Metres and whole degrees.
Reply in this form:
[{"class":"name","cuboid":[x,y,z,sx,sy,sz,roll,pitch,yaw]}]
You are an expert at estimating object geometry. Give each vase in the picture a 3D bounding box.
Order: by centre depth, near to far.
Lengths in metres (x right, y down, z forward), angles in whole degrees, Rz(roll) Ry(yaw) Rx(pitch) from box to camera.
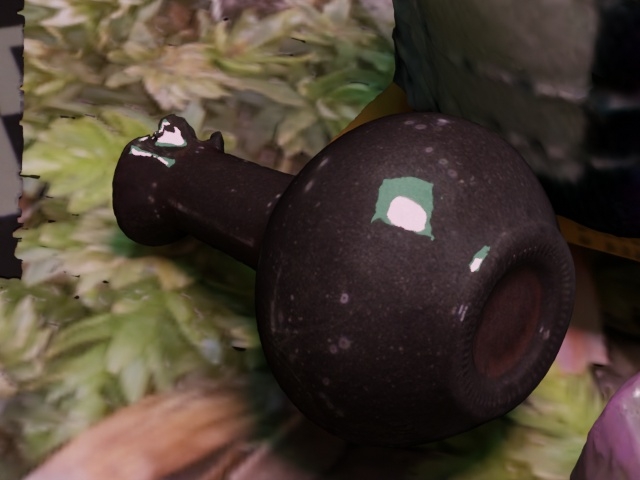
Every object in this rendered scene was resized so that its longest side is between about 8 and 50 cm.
[{"class":"vase","cuboid":[0.000,0.000,0.612,0.183,0.120,0.120,24,43,38]}]

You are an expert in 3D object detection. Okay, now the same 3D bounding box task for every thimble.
[{"class":"thimble","cuboid":[0.134,-0.114,0.640,0.237,0.150,0.237,-8,34,6]}]

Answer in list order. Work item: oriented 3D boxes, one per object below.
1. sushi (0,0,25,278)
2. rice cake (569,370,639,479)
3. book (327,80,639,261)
[{"class":"sushi","cuboid":[-0.294,-0.120,0.720,0.339,0.068,0.320,1,42,-8]},{"class":"rice cake","cuboid":[0.136,0.182,0.459,0.056,0.072,0.365,0,45,-12]},{"class":"book","cuboid":[0.231,-0.053,0.690,0.389,0.032,0.269,18,42,33]}]
